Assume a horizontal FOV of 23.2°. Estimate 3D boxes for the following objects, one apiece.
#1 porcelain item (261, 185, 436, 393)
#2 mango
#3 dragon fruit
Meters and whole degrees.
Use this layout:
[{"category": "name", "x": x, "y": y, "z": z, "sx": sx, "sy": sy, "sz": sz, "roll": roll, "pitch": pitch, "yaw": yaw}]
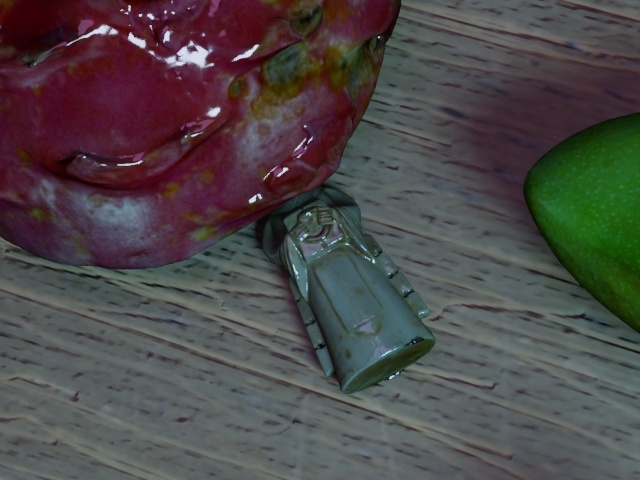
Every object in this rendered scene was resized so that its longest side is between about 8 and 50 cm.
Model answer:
[{"category": "porcelain item", "x": 0.000, "y": 0.000, "z": 1.106, "sx": 0.084, "sy": 0.054, "sz": 0.213, "roll": -28, "pitch": 69, "yaw": -4}, {"category": "mango", "x": 0.312, "y": 0.011, "z": 0.971, "sx": 0.382, "sy": 0.201, "sz": 0.225, "roll": 15, "pitch": 41, "yaw": 14}, {"category": "dragon fruit", "x": -0.149, "y": -0.184, "z": 1.082, "sx": 0.371, "sy": 0.249, "sz": 0.386, "roll": -45, "pitch": 61, "yaw": -13}]
